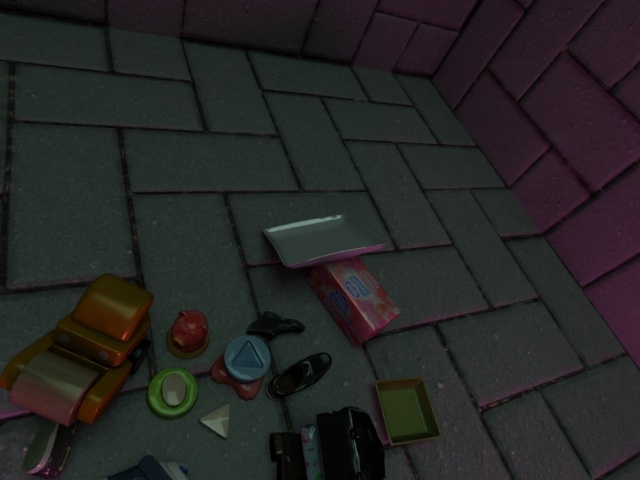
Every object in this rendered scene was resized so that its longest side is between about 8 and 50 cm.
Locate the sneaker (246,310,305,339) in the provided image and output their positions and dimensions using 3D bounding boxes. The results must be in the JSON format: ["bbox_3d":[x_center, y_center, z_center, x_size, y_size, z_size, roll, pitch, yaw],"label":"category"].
[{"bbox_3d":[-0.138,0.280,1.292,0.170,0.051,0.089,21,48,-4],"label":"sneaker"}]

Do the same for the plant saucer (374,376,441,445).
[{"bbox_3d":[0.263,0.533,1.292,0.188,0.045,0.189,4,53,-24],"label":"plant saucer"}]

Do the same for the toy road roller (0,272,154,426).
[{"bbox_3d":[-0.525,0.228,0.961,0.202,0.241,0.330,26,16,-5],"label":"toy road roller"}]

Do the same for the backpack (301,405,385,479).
[{"bbox_3d":[0.069,0.554,1.062,0.253,0.190,0.226,38,37,-57],"label":"backpack"}]

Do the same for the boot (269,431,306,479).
[{"bbox_3d":[-0.061,0.601,1.057,0.106,0.082,0.220,1,53,-22],"label":"boot"}]

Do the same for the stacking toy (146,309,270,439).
[{"bbox_3d":[-0.298,0.345,1.107,0.308,0.130,0.280,25,47,-6],"label":"stacking toy"}]

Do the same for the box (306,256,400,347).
[{"bbox_3d":[0.108,0.188,1.412,0.142,0.154,0.300,-23,68,-37],"label":"box"}]

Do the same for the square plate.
[{"bbox_3d":[0.000,0.000,1.434,0.346,0.050,0.344,-12,24,-16],"label":"square plate"}]

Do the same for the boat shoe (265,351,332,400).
[{"bbox_3d":[-0.050,0.396,1.225,0.232,0.079,0.084,-18,62,-37],"label":"boat shoe"}]

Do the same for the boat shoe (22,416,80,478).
[{"bbox_3d":[-0.594,0.420,0.948,0.228,0.081,0.069,-94,158,-48],"label":"boat shoe"}]

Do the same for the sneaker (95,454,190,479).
[{"bbox_3d":[-0.332,0.604,0.842,0.236,0.130,0.323,2,29,-32],"label":"sneaker"}]
